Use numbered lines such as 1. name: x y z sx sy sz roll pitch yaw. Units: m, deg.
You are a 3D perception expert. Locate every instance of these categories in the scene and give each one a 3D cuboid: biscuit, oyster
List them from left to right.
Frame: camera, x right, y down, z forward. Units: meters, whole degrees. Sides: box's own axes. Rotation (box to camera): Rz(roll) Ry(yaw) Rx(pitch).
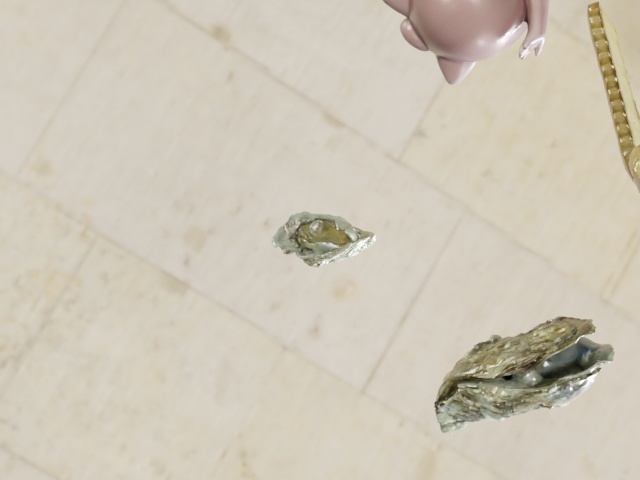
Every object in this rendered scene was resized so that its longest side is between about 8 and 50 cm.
1. oyster: 0.001 -0.001 1.726 0.100 0.098 0.037 36 -29 37
2. oyster: 0.313 0.220 2.335 0.162 0.351 0.158 -1 63 -53
3. biscuit: 0.412 -0.190 1.981 0.029 0.254 0.172 -16 -9 17

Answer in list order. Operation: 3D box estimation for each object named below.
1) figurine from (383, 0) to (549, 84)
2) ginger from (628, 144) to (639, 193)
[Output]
1. figurine: 0.218 -0.309 1.618 0.176 0.287 0.186 45 21 -3
2. ginger: 0.512 -0.041 1.767 0.294 0.086 0.131 24 -20 21
